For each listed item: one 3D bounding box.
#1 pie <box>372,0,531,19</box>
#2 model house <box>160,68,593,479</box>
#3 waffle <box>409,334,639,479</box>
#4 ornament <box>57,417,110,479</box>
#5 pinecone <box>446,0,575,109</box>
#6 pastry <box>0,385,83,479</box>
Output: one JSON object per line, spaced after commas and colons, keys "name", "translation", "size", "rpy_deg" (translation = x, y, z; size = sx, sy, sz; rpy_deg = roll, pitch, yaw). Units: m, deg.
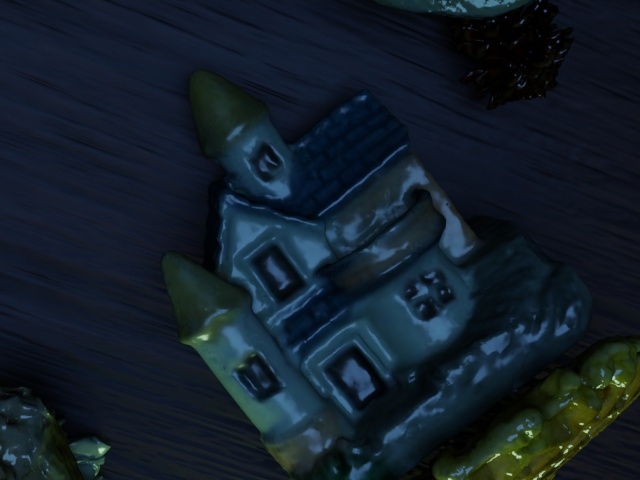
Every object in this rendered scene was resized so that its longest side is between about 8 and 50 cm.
{"name": "pie", "translation": [0.104, -0.279, 0.882], "size": [0.241, 0.054, 0.240], "rpy_deg": [0, 77, 0]}
{"name": "model house", "translation": [0.000, 0.000, 0.872], "size": [0.267, 0.194, 0.325], "rpy_deg": [-37, 98, -3]}
{"name": "waffle", "translation": [0.139, 0.180, 0.877], "size": [0.301, 0.282, 0.058], "rpy_deg": [-43, 70, 11]}
{"name": "ornament", "translation": [-0.204, 0.192, 0.934], "size": [0.092, 0.041, 0.068], "rpy_deg": [36, 85, -3]}
{"name": "pinecone", "translation": [0.152, -0.164, 0.927], "size": [0.102, 0.102, 0.109], "rpy_deg": [-32, 68, -4]}
{"name": "pastry", "translation": [-0.290, 0.235, 0.865], "size": [0.236, 0.121, 0.256], "rpy_deg": [-17, 94, 8]}
